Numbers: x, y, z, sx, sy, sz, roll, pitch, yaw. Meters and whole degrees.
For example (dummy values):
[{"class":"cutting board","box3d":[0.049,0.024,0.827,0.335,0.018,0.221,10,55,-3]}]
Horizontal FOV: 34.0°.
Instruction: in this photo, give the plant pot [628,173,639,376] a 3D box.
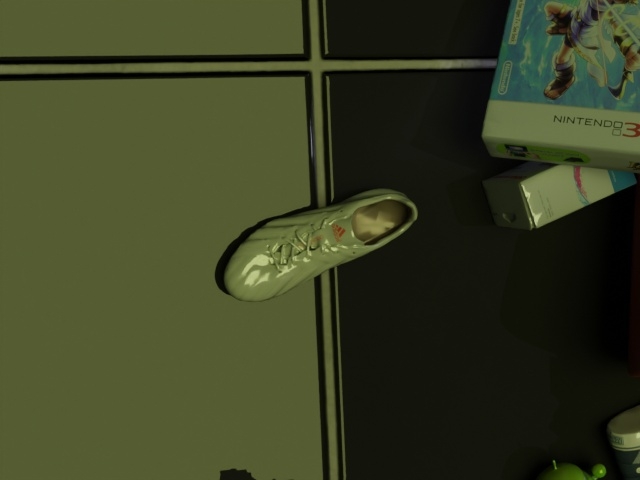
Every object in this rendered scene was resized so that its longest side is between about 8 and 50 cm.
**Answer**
[{"class":"plant pot","box3d":[0.430,0.005,1.037,0.274,0.275,0.243,-2,83,-17]}]

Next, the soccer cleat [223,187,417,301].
[{"class":"soccer cleat","box3d":[0.000,0.000,0.988,0.196,0.076,0.068,-25,100,-14]}]

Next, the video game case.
[{"class":"video game case","box3d":[0.299,-0.199,0.984,0.244,0.061,0.270,9,77,22]}]

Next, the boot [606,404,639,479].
[{"class":"boot","box3d":[0.401,0.207,1.133,0.190,0.069,0.086,-20,107,-8]}]

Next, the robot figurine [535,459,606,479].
[{"class":"robot figurine","box3d":[0.267,0.277,1.088,0.115,0.067,0.101,40,90,-15]}]

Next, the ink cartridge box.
[{"class":"ink cartridge box","box3d":[0.237,-0.058,1.051,0.122,0.088,0.052,-24,100,-14]}]
